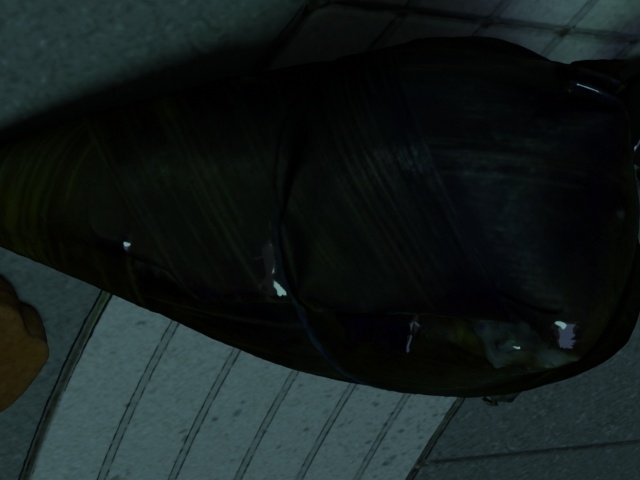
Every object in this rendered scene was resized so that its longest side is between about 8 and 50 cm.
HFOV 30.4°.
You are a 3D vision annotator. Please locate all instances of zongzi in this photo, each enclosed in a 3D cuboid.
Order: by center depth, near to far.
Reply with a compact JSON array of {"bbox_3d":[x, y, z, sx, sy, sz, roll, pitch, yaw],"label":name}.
[{"bbox_3d":[0.000,0.000,0.802,0.432,0.208,0.403,1,171,18],"label":"zongzi"}]

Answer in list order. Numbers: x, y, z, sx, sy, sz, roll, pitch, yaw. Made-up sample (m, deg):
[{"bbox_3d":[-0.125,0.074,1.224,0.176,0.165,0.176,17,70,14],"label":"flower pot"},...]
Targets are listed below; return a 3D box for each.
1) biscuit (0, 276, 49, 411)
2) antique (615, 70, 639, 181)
[{"bbox_3d":[-0.324,0.053,0.728,0.333,0.047,0.202,21,121,-42],"label":"biscuit"},{"bbox_3d":[0.360,-0.081,0.865,0.255,0.185,0.322,-34,140,18],"label":"antique"}]
